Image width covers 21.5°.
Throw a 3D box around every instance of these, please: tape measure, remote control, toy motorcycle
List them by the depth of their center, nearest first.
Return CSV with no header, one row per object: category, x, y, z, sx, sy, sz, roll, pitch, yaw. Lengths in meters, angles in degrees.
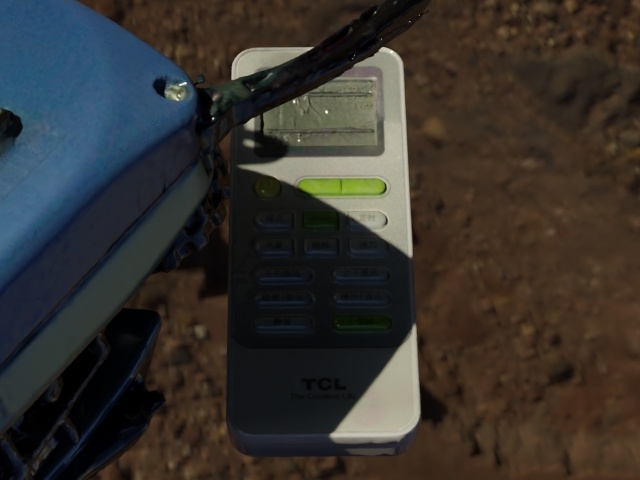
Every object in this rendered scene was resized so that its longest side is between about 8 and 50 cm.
tape measure,-0.122,-0.064,0.757,0.351,0.215,0.098,-47,149,-28
remote control,0.000,0.000,0.919,0.103,0.250,0.034,0,147,0
toy motorcycle,-0.226,0.064,0.976,0.232,0.416,0.172,14,146,27
